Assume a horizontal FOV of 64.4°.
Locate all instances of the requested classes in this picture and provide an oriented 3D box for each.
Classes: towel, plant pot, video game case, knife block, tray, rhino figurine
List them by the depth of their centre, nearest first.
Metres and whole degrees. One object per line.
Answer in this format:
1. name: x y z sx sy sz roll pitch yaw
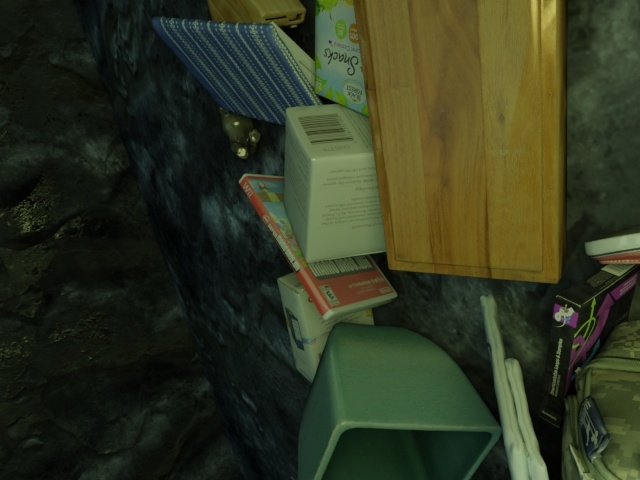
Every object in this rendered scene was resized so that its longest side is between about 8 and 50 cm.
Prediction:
1. tray: 0.153 -0.158 0.552 0.202 0.076 0.411 3 114 32
2. plant pot: 0.093 0.273 0.836 0.252 0.247 0.247 -104 25 -54
3. video game case: 0.000 0.000 0.886 0.025 0.204 0.285 -46 66 30
4. towel: -0.131 -0.293 0.892 0.336 0.040 0.243 24 165 39
5. knife block: -0.151 -0.490 0.912 0.275 0.088 0.242 19 126 55
6. rhino figurine: -0.195 -0.298 1.134 0.106 0.073 0.243 -168 60 -78

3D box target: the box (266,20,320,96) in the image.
1. box: -0.083 -0.306 0.890 0.145 0.038 0.186 34 170 -35

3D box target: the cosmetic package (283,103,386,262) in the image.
1. cosmetic package: 0.033 -0.090 0.769 0.151 0.151 0.184 -113 21 -45

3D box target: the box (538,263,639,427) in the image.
1. box: 0.286 0.108 0.543 0.029 0.116 0.162 31 135 47

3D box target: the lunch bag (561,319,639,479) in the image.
1. lunch bag: 0.309 0.241 0.412 0.212 0.256 0.305 2 110 42

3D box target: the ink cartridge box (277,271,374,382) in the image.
1. ink cartridge box: 0.018 0.152 0.996 0.093 0.154 0.213 24 131 54

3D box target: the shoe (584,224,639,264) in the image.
1. shoe: 0.332 0.022 0.457 0.178 0.063 0.081 -16 90 57

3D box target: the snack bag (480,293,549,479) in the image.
1. snack bag: 0.244 0.272 0.604 0.037 0.342 0.323 -11 104 16

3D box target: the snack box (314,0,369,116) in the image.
1. snack box: 0.076 -0.265 0.694 0.207 0.070 0.175 39 138 43
